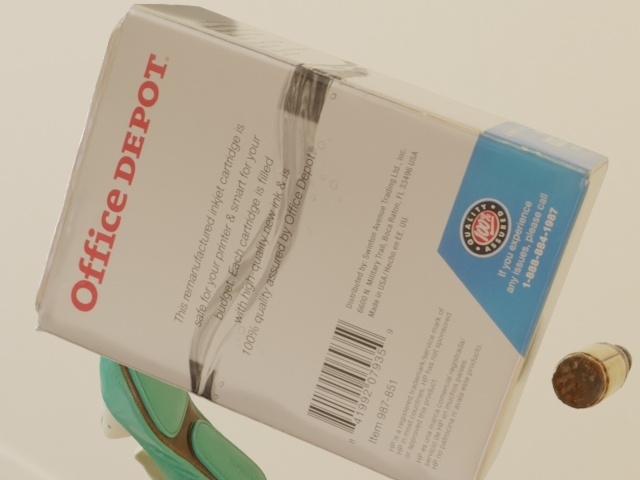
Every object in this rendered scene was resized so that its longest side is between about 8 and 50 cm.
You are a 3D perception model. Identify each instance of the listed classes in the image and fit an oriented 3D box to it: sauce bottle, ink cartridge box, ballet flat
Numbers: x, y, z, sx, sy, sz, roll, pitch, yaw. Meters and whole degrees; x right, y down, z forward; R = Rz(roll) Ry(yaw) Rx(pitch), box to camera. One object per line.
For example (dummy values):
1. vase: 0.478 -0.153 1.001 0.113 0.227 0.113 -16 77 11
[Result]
1. sauce bottle: 0.202 0.096 1.123 0.042 0.128 0.042 0 -89 24
2. ink cartridge box: 0.000 0.000 1.000 0.307 0.129 0.223 22 -76 12
3. ballet flat: -0.143 0.169 1.372 0.087 0.083 0.247 -23 -60 24
